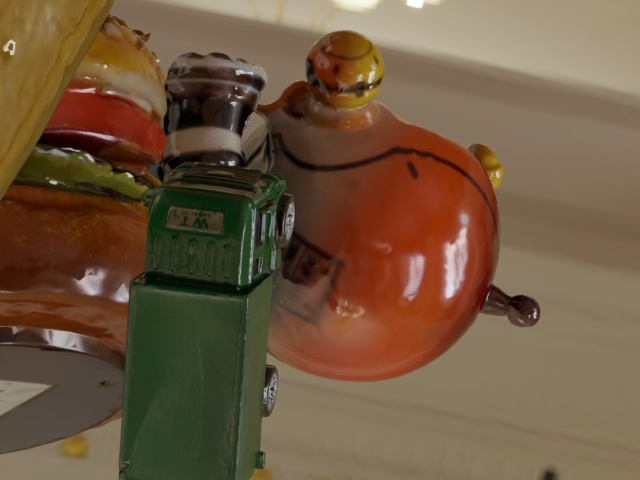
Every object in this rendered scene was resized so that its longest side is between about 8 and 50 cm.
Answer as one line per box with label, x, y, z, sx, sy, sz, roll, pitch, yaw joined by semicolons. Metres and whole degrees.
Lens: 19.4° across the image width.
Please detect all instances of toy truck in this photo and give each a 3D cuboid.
toy truck;-0.055;0.039;0.896;0.065;0.147;0.079;7;-170;11

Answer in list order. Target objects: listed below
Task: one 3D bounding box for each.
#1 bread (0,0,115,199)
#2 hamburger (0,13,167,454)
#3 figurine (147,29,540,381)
bread;-0.202;-0.166;0.674;0.250;0.361;0.394;23;-113;4
hamburger;-0.237;-0.015;1.151;0.330;0.330;0.250;0;-114;-23
figurine;0.000;0.003;1.412;0.323;0.320;0.196;3;-146;-33
